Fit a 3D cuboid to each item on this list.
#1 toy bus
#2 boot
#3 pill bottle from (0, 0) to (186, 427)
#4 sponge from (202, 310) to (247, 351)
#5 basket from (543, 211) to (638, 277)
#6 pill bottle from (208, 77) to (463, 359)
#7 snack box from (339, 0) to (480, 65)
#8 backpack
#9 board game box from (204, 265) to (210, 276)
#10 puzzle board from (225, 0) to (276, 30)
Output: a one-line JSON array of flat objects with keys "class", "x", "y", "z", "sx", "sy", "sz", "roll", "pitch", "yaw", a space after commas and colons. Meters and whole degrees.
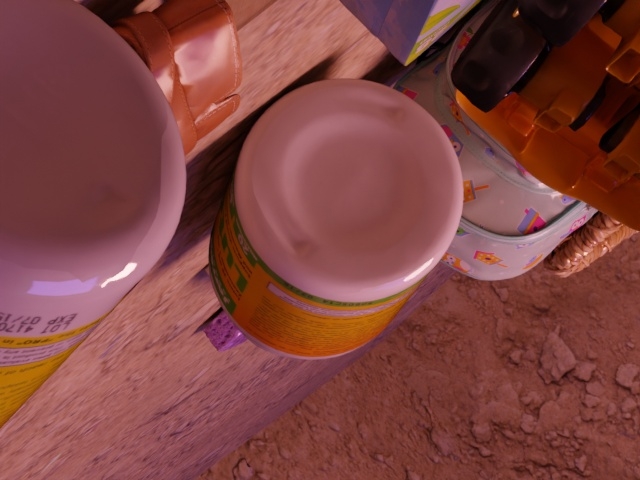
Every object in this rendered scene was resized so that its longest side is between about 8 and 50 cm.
[{"class": "toy bus", "x": 0.182, "y": -0.129, "z": 0.895, "sx": 0.211, "sy": 0.149, "sz": 0.220, "roll": -59, "pitch": -174, "yaw": -22}, {"class": "boot", "x": -0.105, "y": -0.020, "z": 0.803, "sx": 0.152, "sy": 0.073, "sz": 0.197, "roll": -38, "pitch": 173, "yaw": -24}, {"class": "pill bottle", "x": -0.141, "y": 0.015, "z": 0.629, "sx": 0.117, "sy": 0.117, "sz": 0.215, "roll": -33, "pitch": 172, "yaw": -46}, {"class": "sponge", "x": -0.011, "y": 0.019, "z": 1.753, "sx": 0.210, "sy": 0.031, "sz": 0.117, "roll": -42, "pitch": 174, "yaw": 18}, {"class": "basket", "x": 0.308, "y": -0.115, "z": 1.517, "sx": 0.213, "sy": 0.223, "sz": 0.299, "roll": 10, "pitch": 141, "yaw": -33}, {"class": "pill bottle", "x": 0.000, "y": 0.000, "z": 1.231, "sx": 0.136, "sy": 0.136, "sz": 0.245, "roll": -38, "pitch": 173, "yaw": -17}, {"class": "snack box", "x": 0.101, "y": -0.188, "z": 0.818, "sx": 0.207, "sy": 0.070, "sz": 0.174, "roll": -41, "pitch": 174, "yaw": -17}, {"class": "backpack", "x": 0.129, "y": -0.075, "z": 1.301, "sx": 0.188, "sy": 0.166, "sz": 0.144, "roll": -45, "pitch": 174, "yaw": -16}, {"class": "board game box", "x": 0.035, "y": -0.004, "z": 1.597, "sx": 0.193, "sy": 0.053, "sz": 0.305, "roll": -41, "pitch": 165, "yaw": 6}, {"class": "puzzle board", "x": -0.027, "y": -0.122, "z": 0.835, "sx": 0.096, "sy": 0.011, "sz": 0.128, "roll": -40, "pitch": 174, "yaw": -14}]
